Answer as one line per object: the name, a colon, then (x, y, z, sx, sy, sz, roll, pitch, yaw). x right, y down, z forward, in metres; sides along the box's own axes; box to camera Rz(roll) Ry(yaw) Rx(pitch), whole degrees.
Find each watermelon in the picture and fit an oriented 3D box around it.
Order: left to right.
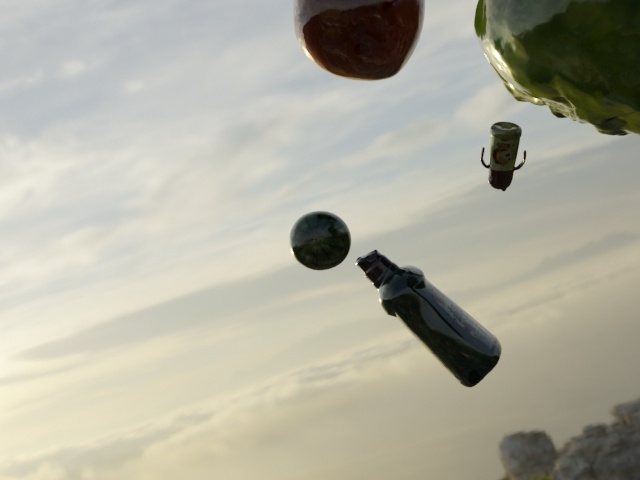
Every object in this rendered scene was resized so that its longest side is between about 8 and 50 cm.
watermelon: (0.001, 0.002, 1.525, 0.109, 0.108, 0.109, -20, -6, -2)

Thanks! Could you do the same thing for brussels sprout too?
brussels sprout: (0.388, -0.297, 1.170, 0.426, 0.342, 0.361, 10, 9, 31)

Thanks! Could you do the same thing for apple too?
apple: (0.065, -0.374, 1.612, 0.230, 0.229, 0.230, -20, -6, -2)

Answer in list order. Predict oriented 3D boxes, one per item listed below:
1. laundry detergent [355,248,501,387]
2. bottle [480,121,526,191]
laundry detergent: (0.136, 0.091, 1.283, 0.078, 0.222, 0.144, -48, 0, 12)
bottle: (0.271, -0.122, 1.434, 0.063, 0.101, 0.047, 18, 31, 28)
